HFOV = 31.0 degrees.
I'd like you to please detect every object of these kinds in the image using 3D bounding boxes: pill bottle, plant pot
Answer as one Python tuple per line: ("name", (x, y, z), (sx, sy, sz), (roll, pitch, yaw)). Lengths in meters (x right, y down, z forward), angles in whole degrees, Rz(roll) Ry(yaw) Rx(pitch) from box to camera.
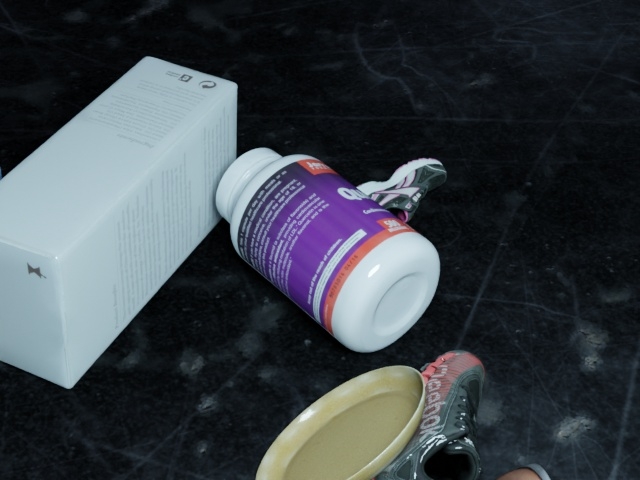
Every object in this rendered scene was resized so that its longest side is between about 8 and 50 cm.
("pill bottle", (0.000, 0.000, 1.608), (0.181, 0.181, 0.323), (-27, 50, -32))
("plant pot", (0.029, 0.235, 1.357), (0.236, 0.032, 0.236), (-32, 17, 11))

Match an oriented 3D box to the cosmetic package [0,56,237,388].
("cosmetic package", (-0.288, -0.041, 1.593), (0.161, 0.230, 0.453), (19, 41, 17))

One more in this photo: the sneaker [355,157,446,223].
("sneaker", (0.127, -0.062, 1.796), (0.178, 0.072, 0.077), (-26, 60, -21))

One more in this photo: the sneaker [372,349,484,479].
("sneaker", (0.150, 0.234, 1.387), (0.135, 0.098, 0.276), (-3, 32, 39))

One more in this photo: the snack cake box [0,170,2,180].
("snack cake box", (-0.572, -0.010, 1.635), (0.152, 0.089, 0.264), (10, 40, 5))

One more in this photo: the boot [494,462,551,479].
("boot", (0.091, 0.328, 1.178), (0.280, 0.264, 0.096), (-15, 76, -25))
